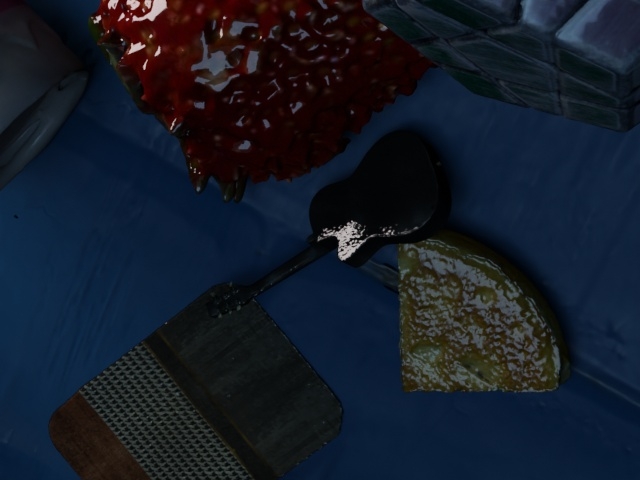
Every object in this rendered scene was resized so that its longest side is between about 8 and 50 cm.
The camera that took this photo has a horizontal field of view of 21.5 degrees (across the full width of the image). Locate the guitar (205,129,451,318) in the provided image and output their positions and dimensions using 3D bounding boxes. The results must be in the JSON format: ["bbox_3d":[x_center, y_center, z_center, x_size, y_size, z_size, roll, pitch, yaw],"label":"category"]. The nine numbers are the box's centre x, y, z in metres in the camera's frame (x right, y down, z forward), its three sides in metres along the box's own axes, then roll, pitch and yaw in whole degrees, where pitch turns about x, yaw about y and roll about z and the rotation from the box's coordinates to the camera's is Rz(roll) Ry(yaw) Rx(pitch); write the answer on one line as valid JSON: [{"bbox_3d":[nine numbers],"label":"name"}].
[{"bbox_3d":[0.000,0.000,1.325,0.233,0.025,0.088,-32,58,22],"label":"guitar"}]

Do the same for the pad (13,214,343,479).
[{"bbox_3d":[-0.168,0.105,1.425,0.250,0.055,0.323,-39,110,25],"label":"pad"}]

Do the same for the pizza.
[{"bbox_3d":[0.111,0.064,1.326,0.134,0.046,0.175,-36,93,24],"label":"pizza"}]

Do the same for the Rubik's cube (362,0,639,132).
[{"bbox_3d":[0.168,-0.229,1.080,0.264,0.319,0.319,-1,111,-22],"label":"Rubik's cube"}]

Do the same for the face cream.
[{"bbox_3d":[-0.306,-0.137,1.326,0.195,0.175,0.175,44,115,1],"label":"face cream"}]

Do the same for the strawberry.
[{"bbox_3d":[-0.032,-0.176,1.249,0.306,0.138,0.233,-37,92,26],"label":"strawberry"}]
